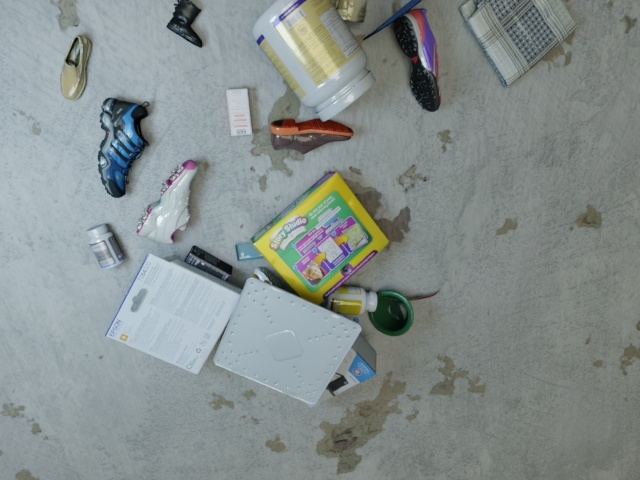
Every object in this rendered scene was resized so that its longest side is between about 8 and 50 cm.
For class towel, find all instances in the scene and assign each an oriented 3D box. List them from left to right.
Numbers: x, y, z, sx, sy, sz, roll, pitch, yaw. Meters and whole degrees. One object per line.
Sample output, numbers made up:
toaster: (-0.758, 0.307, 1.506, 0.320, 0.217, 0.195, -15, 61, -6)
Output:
towel: (0.651, -0.728, 1.446, 0.312, 0.056, 0.324, -40, 107, 4)

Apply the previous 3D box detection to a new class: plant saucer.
plant saucer: (-0.201, 0.029, 1.560, 0.191, 0.018, 0.067, -8, 107, -5)

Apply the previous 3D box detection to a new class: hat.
hat: (0.314, 0.263, 1.703, 0.208, 0.183, 0.173, 11, 100, 31)

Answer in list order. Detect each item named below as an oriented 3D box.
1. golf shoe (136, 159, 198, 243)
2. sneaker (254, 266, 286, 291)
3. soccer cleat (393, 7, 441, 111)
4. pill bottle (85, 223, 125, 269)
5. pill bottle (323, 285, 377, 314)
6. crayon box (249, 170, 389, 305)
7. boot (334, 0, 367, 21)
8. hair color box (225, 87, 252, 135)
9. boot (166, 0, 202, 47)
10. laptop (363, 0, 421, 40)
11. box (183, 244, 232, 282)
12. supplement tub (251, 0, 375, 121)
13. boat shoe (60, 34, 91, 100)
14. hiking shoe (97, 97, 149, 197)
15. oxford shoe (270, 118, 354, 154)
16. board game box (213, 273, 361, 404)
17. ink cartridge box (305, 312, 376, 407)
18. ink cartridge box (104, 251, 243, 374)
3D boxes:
golf shoe: (-0.468, -0.119, 1.439, 0.140, 0.115, 0.306, 32, 106, -26)
sneaker: (-0.174, 0.198, 1.582, 0.094, 0.090, 0.235, -31, 107, 11)
soccer cleat: (0.339, -0.576, 1.425, 0.116, 0.108, 0.318, -36, 115, -22)
pill bottle: (-0.704, 0.019, 1.449, 0.078, 0.078, 0.137, -19, 108, -3)
pill bottle: (0.108, 0.218, 1.616, 0.184, 0.103, 0.103, 5, 105, -10)
crayon box: (0.000, 0.000, 1.515, 0.363, 0.106, 0.313, -41, 107, -5)
boot: (0.072, -0.740, 1.265, 0.095, 0.262, 0.204, 30, 118, 25)
hair color box: (-0.258, -0.407, 1.410, 0.071, 0.043, 0.141, -5, 106, -7)
boot: (-0.388, -0.650, 1.322, 0.121, 0.045, 0.099, 29, 94, -17)
laptop: (0.266, -0.791, 1.197, 0.236, 0.382, 0.408, -6, 107, -7)
box: (-0.409, 0.129, 1.519, 0.158, 0.093, 0.156, 31, 99, -17)
supplement tub: (-0.014, -0.547, 1.302, 0.241, 0.241, 0.331, -38, 108, 4)
boat shoe: (-0.725, -0.505, 1.295, 0.068, 0.072, 0.190, 14, 104, -12)
hiking shoe: (-0.598, -0.276, 1.360, 0.131, 0.113, 0.304, 5, 105, -9)
oxford shoe: (-0.027, -0.338, 1.452, 0.271, 0.097, 0.099, 1, 126, -4)
board game box: (-0.117, 0.335, 1.473, 0.389, 0.050, 0.390, 24, 117, -5)
ink cartridge box: (0.015, 0.439, 1.608, 0.307, 0.129, 0.223, -35, 109, 21)
ink cartridge box: (-0.473, 0.236, 1.455, 0.330, 0.071, 0.324, 29, 99, -14)
